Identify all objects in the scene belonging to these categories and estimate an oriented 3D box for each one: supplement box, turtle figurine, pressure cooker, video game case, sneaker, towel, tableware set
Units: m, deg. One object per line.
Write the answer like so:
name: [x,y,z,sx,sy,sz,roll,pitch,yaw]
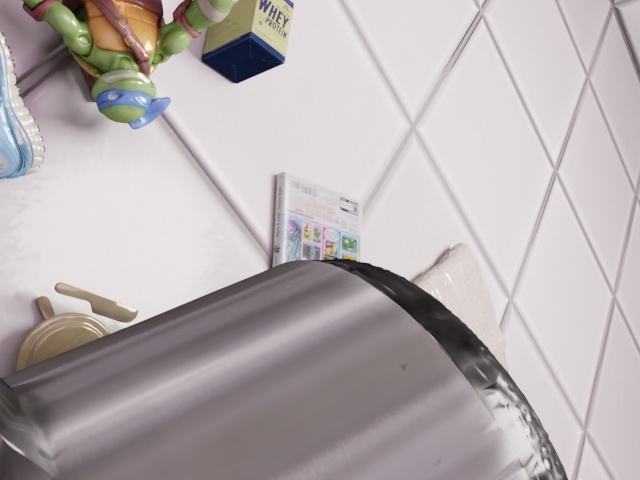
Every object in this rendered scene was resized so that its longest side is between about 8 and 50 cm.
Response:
supplement box: [-0.083,-0.239,0.786,0.056,0.083,0.083,28,61,-44]
turtle figurine: [-0.171,-0.256,0.579,0.275,0.197,0.266,58,20,-69]
pressure cooker: [-0.092,0.230,0.438,0.420,0.375,0.370,-23,75,-31]
video game case: [0.000,0.000,0.883,0.157,0.019,0.143,17,71,-47]
sneaker: [-0.285,-0.123,0.549,0.073,0.063,0.162,-32,106,-44]
towel: [0.227,0.165,1.086,0.187,0.049,0.282,-33,107,-48]
tableware set: [-0.186,0.124,0.632,0.194,0.039,0.128,28,74,-36]
